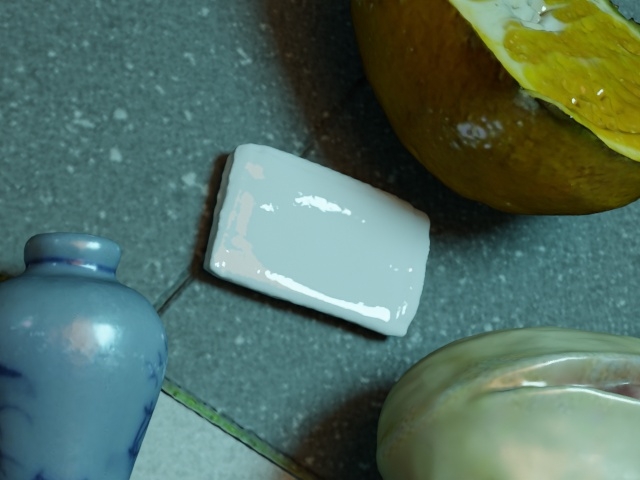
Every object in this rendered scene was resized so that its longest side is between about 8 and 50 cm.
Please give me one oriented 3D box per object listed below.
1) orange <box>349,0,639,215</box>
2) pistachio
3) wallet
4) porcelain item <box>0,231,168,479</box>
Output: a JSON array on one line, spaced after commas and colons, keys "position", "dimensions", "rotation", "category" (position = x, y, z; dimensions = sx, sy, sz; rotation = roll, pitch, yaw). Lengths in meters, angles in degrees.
[{"position": [0.166, -0.152, 1.110], "dimensions": [0.310, 0.274, 0.274], "rotation": [19, 56, 30], "category": "orange"}, {"position": [0.183, 0.164, 1.016], "dimensions": [0.308, 0.230, 0.230], "rotation": [2, 71, -16], "category": "pistachio"}, {"position": [0.000, 0.000, 1.104], "dimensions": [0.183, 0.032, 0.124], "rotation": [19, 65, -19], "category": "wallet"}, {"position": [-0.177, 0.125, 0.926], "dimensions": [0.141, 0.141, 0.259], "rotation": [7, 77, -22], "category": "porcelain item"}]
